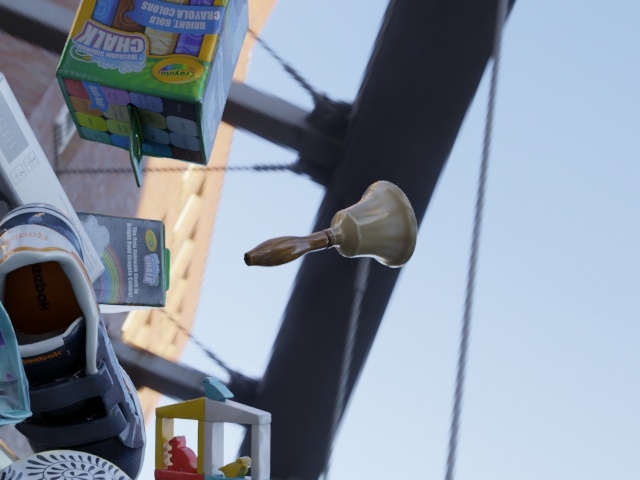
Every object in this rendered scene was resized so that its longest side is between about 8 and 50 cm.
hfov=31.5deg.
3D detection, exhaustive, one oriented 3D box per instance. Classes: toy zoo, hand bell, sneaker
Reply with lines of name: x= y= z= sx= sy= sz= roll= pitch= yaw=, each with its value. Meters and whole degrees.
toy zoo: x=-0.154 y=0.339 z=1.595 sx=0.192 sy=0.293 sz=0.030 roll=-3 pitch=-5 yaw=34
hand bell: x=0.000 y=0.000 z=1.557 sx=0.126 sy=0.242 sz=0.126 roll=26 pitch=-58 yaw=50
sneaker: x=-0.255 y=0.131 z=1.107 sx=0.126 sy=0.127 sz=0.321 roll=-15 pitch=-72 yaw=-2

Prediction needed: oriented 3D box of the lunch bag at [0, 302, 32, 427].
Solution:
lunch bag: x=-0.357 y=0.077 z=0.840 sx=0.223 sy=0.160 sz=0.262 roll=-11 pitch=-43 yaw=2

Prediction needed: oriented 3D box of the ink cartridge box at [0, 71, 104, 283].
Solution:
ink cartridge box: x=-0.406 y=-0.077 z=1.295 sx=0.261 sy=0.066 sz=0.296 roll=15 pitch=-39 yaw=31

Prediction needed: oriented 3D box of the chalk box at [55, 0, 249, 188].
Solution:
chalk box: x=-0.209 y=-0.212 z=1.408 sx=0.179 sy=0.289 sz=0.180 roll=13 pitch=-23 yaw=3

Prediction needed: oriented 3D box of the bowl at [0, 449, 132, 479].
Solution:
bowl: x=-0.213 y=0.265 z=0.942 sx=0.170 sy=0.170 sz=0.080 roll=34 pitch=-12 yaw=-18

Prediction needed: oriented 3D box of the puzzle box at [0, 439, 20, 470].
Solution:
puzzle box: x=-0.333 y=0.360 z=1.076 sx=0.052 sy=0.272 sz=0.409 roll=36 pitch=-19 yaw=48

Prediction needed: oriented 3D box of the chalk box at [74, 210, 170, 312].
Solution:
chalk box: x=-0.311 y=0.037 z=1.653 sx=0.132 sy=0.132 sz=0.213 roll=-9 pitch=-11 yaw=42
